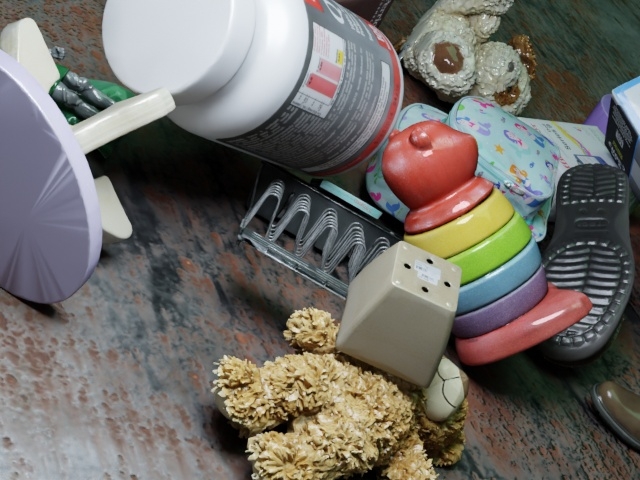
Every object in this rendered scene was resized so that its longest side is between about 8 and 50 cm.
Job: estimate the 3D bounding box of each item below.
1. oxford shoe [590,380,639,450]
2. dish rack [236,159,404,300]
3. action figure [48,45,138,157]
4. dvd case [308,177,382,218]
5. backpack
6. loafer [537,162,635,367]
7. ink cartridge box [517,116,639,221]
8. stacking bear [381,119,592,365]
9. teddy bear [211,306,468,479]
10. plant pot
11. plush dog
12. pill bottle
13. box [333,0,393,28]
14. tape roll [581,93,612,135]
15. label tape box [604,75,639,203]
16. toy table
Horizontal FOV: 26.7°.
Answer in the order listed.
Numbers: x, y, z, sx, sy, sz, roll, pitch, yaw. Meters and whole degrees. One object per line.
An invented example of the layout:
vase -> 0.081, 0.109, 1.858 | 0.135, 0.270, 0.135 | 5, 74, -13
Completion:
oxford shoe -> 0.449, 0.229, 1.706 | 0.227, 0.096, 0.083 | 28, 33, -5
dish rack -> 0.000, 0.000, 1.576 | 0.208, 0.074, 0.271 | 28, 10, -4
action figure -> -0.336, -0.197, 1.633 | 0.232, 0.063, 0.137 | 26, 34, -4
dvd case -> 0.030, -0.055, 1.745 | 0.087, 0.013, 0.119 | 30, 0, -9
backpack -> 0.196, -0.083, 1.843 | 0.253, 0.191, 0.225 | 28, 32, 1
loafer -> 0.372, 0.048, 1.853 | 0.133, 0.130, 0.366 | 5, 43, 19
ink cartridge box -> 0.394, -0.107, 2.134 | 0.212, 0.093, 0.154 | 1, 44, -40
stacking bear -> 0.173, -0.012, 1.620 | 0.289, 0.164, 0.175 | 61, -7, -9
teddy bear -> 0.040, 0.174, 1.397 | 0.338, 0.113, 0.245 | 11, 39, -31
plant pot -> 0.090, 0.067, 1.395 | 0.109, 0.096, 0.109 | 24, 39, -7
plush dog -> 0.247, -0.278, 2.203 | 0.225, 0.210, 0.262 | 39, 57, -17
pill bottle -> -0.070, -0.205, 1.552 | 0.210, 0.210, 0.363 | 50, 16, 26
box -> -0.067, -0.297, 1.891 | 0.143, 0.191, 0.381 | 41, 33, 14
tape roll -> 0.552, -0.169, 2.379 | 0.189, 0.080, 0.189 | 24, 32, -16
label tape box -> 0.532, -0.090, 2.034 | 0.241, 0.106, 0.334 | 63, 0, 19
toy table -> -0.286, -0.091, 1.365 | 0.252, 0.274, 0.161 | -4, 22, 21
